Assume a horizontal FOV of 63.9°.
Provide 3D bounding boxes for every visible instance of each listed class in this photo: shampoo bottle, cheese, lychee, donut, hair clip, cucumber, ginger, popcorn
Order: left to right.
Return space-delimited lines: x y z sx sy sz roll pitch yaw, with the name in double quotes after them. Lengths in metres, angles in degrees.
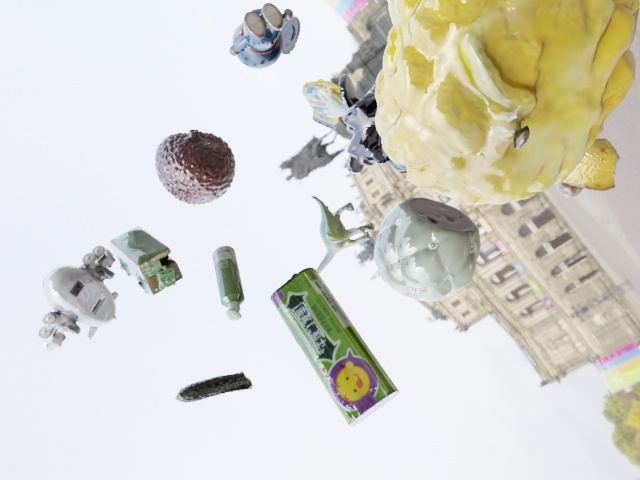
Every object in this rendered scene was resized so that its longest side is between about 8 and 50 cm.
-0.395 -0.230 1.631 0.261 0.261 0.260 43 -157 -23 "lychee"
-0.339 0.468 1.641 0.246 0.067 0.067 -6 -126 -27 "cucumber"
-0.225 0.106 1.263 0.065 0.065 0.204 31 -149 -44 "shampoo bottle"
0.021 -0.432 1.639 0.177 0.069 0.270 24 167 3 "cheese"
0.145 -0.227 0.982 0.310 0.207 0.194 -52 -42 -61 "hair clip"
0.205 -0.234 0.673 0.349 0.349 0.381 35 -165 -39 "popcorn"
0.602 -0.252 1.282 0.112 0.151 0.294 90 164 -50 "donut"
0.815 -0.212 1.574 0.104 0.204 0.080 38 -168 -26 "ginger"

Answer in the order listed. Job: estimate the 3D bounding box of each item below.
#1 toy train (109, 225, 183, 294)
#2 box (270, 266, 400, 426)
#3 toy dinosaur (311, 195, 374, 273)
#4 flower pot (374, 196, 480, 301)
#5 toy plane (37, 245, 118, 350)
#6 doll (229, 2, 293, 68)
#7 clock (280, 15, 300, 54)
-0.586 0.056 1.689 0.326 0.129 0.159 27 138 45 "toy train"
0.024 0.229 1.155 0.345 0.134 0.097 54 -174 25 "box"
0.000 0.000 1.518 0.447 0.301 0.087 39 -141 -48 "toy dinosaur"
0.243 0.022 1.188 0.246 0.195 0.246 14 -154 -7 "flower pot"
-0.514 0.124 1.099 0.118 0.244 0.245 19 -163 13 "toy plane"
-0.102 -0.339 0.857 0.085 0.114 0.152 62 171 -6 "doll"
-0.069 -0.450 1.125 0.010 0.083 0.074 5 -152 -42 "clock"
